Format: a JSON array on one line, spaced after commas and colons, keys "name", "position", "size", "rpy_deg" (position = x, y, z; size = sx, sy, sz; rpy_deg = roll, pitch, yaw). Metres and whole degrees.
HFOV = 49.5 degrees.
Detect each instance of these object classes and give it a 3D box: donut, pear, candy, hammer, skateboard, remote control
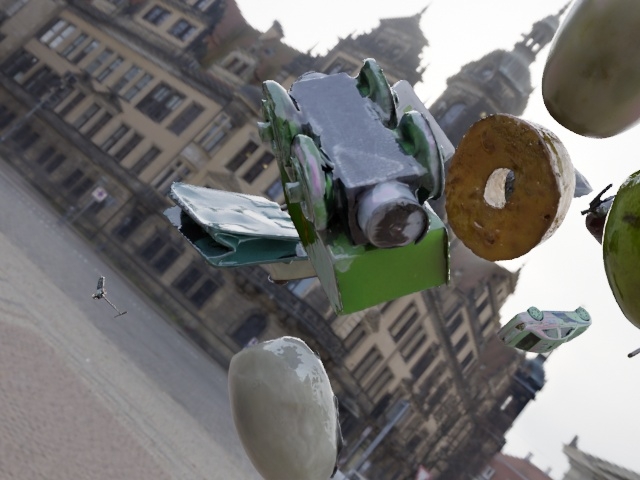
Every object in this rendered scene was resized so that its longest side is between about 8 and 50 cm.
[{"name": "donut", "position": [0.365, -0.101, 1.320], "size": [0.277, 0.108, 0.278], "rpy_deg": [11, -77, 56]}, {"name": "pear", "position": [0.488, 0.020, 0.931], "size": [0.269, 0.212, 0.212], "rpy_deg": [61, -14, -7]}, {"name": "candy", "position": [-0.106, 0.459, 1.781], "size": [0.386, 0.186, 0.427], "rpy_deg": [-8, -83, 55]}, {"name": "hammer", "position": [0.627, 0.170, 1.258], "size": [0.017, 0.182, 0.062], "rpy_deg": [55, -23, 31]}, {"name": "skateboard", "position": [-0.441, 0.120, 1.457], "size": [0.083, 0.032, 0.064], "rpy_deg": [59, 10, -36]}, {"name": "remote control", "position": [0.259, -0.305, 1.867], "size": [0.250, 0.103, 0.034], "rpy_deg": [50, -14, -17]}]

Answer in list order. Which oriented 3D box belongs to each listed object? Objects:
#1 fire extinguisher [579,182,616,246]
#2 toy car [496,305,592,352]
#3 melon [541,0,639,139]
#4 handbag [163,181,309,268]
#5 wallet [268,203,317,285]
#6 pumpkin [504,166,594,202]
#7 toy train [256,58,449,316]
[{"name": "fire extinguisher", "position": [0.802, -0.017, 1.831], "size": [0.337, 0.135, 0.114], "rpy_deg": [38, 34, -26]}, {"name": "toy car", "position": [0.482, 0.192, 1.467], "size": [0.090, 0.224, 0.076], "rpy_deg": [-58, -142, 44]}, {"name": "melon", "position": [0.502, -0.317, 1.146], "size": [0.222, 0.317, 0.223], "rpy_deg": [19, 31, -12]}, {"name": "handbag", "position": [-0.188, -0.025, 1.543], "size": [0.274, 0.100, 0.268], "rpy_deg": [3, 23, -39]}, {"name": "wallet", "position": [0.000, 0.003, 1.877], "size": [0.068, 0.335, 0.275], "rpy_deg": [-90, 172, -53]}, {"name": "pumpkin", "position": [0.518, -0.138, 1.790], "size": [0.312, 0.169, 0.148], "rpy_deg": [-21, -96, 45]}, {"name": "toy train", "position": [0.036, -0.060, 0.831], "size": [0.307, 0.173, 0.249], "rpy_deg": [-117, -166, -49]}]
